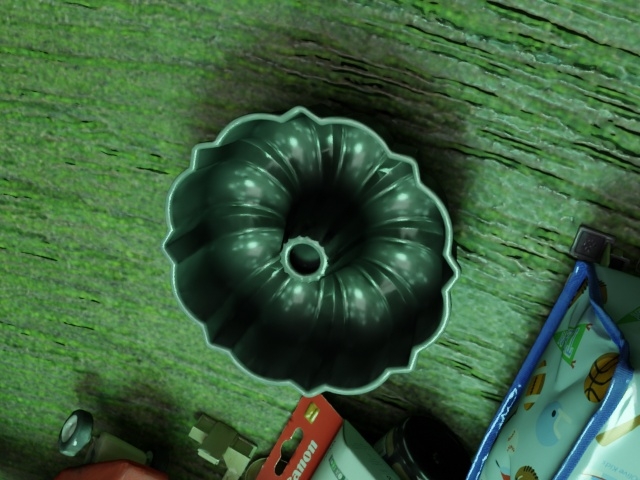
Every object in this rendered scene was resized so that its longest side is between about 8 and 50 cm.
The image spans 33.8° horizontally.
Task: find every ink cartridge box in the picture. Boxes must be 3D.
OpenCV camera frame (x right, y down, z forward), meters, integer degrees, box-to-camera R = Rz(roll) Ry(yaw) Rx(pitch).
[{"bbox_3d":[-0.009,0.298,1.226,0.224,0.056,0.181,42,108,43],"label":"ink cartridge box"}]

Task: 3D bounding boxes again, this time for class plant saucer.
[{"bbox_3d":[-0.056,0.313,1.360,0.083,0.015,0.083,6,112,15],"label":"plant saucer"}]

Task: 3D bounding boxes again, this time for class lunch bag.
[{"bbox_3d":[0.339,0.266,1.073,0.328,0.239,0.385,20,119,-8],"label":"lunch bag"}]

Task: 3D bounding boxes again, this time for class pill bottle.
[{"bbox_3d":[0.072,0.318,1.263,0.123,0.123,0.219,43,117,-3],"label":"pill bottle"}]

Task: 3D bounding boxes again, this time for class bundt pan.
[{"bbox_3d":[0.000,0.000,1.158,0.331,0.124,0.331,6,112,15],"label":"bundt pan"}]

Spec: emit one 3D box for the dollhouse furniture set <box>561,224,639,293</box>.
[{"bbox_3d":[0.296,0.061,1.114,0.091,0.081,0.114,21,115,9],"label":"dollhouse furniture set"}]

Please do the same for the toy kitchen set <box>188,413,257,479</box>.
[{"bbox_3d":[-0.140,0.283,1.344,0.083,0.068,0.075,30,116,4],"label":"toy kitchen set"}]

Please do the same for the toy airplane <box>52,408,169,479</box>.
[{"bbox_3d":[-0.361,0.429,1.353,0.386,0.272,0.384,-4,132,2],"label":"toy airplane"}]
